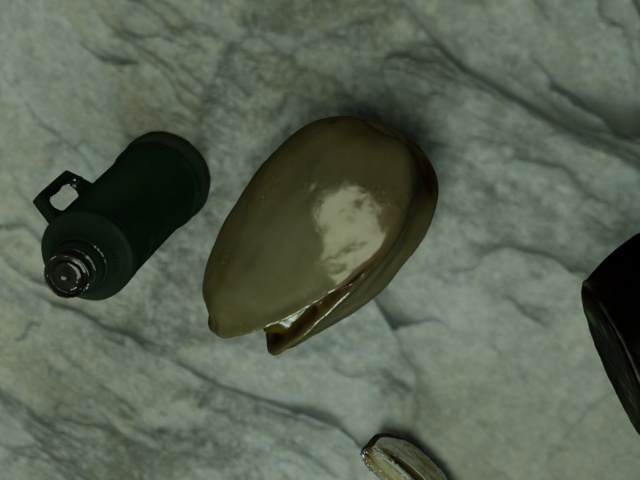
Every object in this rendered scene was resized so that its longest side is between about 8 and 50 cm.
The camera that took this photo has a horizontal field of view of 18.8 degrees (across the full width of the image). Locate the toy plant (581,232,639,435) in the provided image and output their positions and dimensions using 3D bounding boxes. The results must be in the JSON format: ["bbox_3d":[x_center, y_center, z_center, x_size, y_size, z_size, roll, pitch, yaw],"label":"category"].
[{"bbox_3d":[0.304,0.047,1.273,0.235,0.175,0.218,-22,98,-1],"label":"toy plant"}]

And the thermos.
[{"bbox_3d":[-0.145,-0.017,1.375,0.073,0.187,0.083,-15,108,23],"label":"thermos"}]

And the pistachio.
[{"bbox_3d":[0.000,0.000,1.365,0.129,0.131,0.206,26,119,-23],"label":"pistachio"}]

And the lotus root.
[{"bbox_3d":[0.069,0.179,1.474,0.083,0.030,0.037,44,147,0],"label":"lotus root"}]
